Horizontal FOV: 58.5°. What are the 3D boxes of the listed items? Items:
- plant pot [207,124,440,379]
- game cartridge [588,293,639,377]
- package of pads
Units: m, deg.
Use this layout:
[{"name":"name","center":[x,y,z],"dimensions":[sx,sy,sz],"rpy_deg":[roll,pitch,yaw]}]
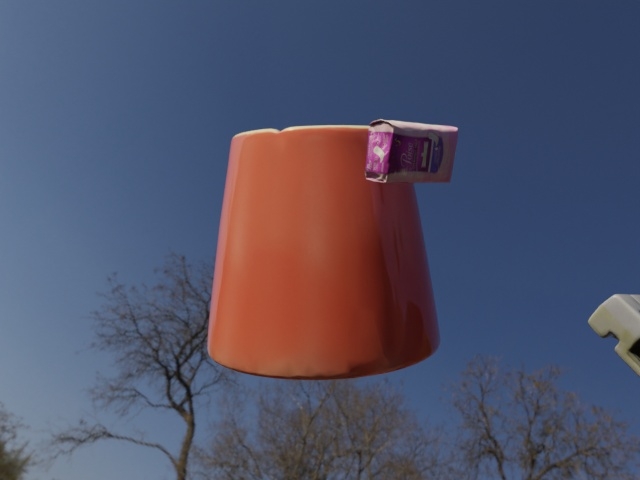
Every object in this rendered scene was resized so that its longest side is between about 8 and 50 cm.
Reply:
[{"name":"plant pot","center":[0.000,0.000,0.658],"dimensions":[0.274,0.275,0.243],"rpy_deg":[1,-84,32]},{"name":"game cartridge","center":[0.453,0.190,0.554],"dimensions":[0.355,0.230,0.068],"rpy_deg":[56,-49,37]},{"name":"package of pads","center":[0.079,-0.074,0.485],"dimensions":[0.032,0.083,0.050],"rpy_deg":[18,-72,53]}]
